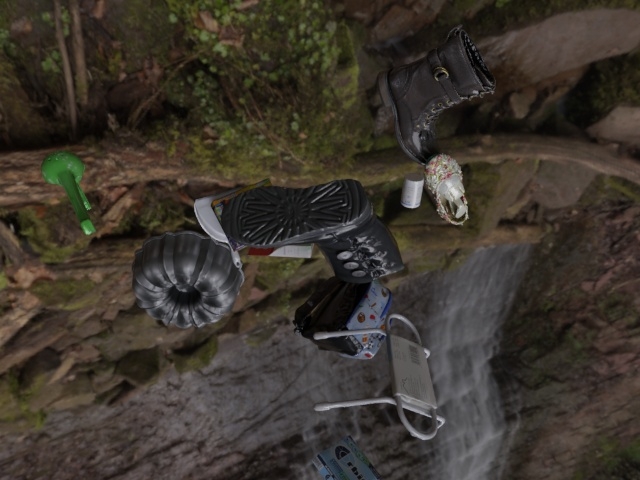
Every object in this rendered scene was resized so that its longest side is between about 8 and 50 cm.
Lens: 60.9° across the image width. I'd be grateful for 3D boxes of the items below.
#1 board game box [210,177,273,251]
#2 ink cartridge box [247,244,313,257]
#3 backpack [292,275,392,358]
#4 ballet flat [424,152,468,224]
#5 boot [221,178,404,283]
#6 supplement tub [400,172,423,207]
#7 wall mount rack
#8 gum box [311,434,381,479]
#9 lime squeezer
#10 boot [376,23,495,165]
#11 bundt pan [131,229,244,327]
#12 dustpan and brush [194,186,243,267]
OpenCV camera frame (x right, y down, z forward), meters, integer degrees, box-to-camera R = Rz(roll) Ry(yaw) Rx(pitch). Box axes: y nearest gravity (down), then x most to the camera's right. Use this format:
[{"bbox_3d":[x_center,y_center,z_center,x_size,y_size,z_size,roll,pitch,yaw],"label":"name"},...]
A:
[{"bbox_3d":[-0.184,-0.069,1.446,0.170,0.141,0.048,-27,175,-21],"label":"board game box"},{"bbox_3d":[-0.135,-0.002,1.944,0.225,0.056,0.181,4,-154,4],"label":"ink cartridge box"},{"bbox_3d":[0.096,0.220,1.647,0.277,0.213,0.263,-5,-131,54],"label":"backpack"},{"bbox_3d":[0.301,-0.111,1.245,0.091,0.077,0.241,-36,146,5],"label":"ballet flat"},{"bbox_3d":[0.002,0.000,1.421,0.367,0.146,0.445,-3,163,18],"label":"boot"},{"bbox_3d":[0.322,-0.175,1.914,0.071,0.071,0.107,-17,129,-30],"label":"supplement tub"},{"bbox_3d":[0.143,0.324,1.308,0.304,0.350,0.130,24,125,-21],"label":"wall mount rack"},{"bbox_3d":[0.081,0.681,1.620,0.041,0.157,0.184,-52,155,22],"label":"gum box"},{"bbox_3d":[-0.368,-0.085,0.819,0.059,0.110,0.310,-42,-158,-13],"label":"lime squeezer"},{"bbox_3d":[0.253,-0.283,1.121,0.229,0.263,0.091,-9,-147,45],"label":"boot"},{"bbox_3d":[-0.386,0.132,1.565,0.331,0.124,0.330,-1,129,-2],"label":"bundt pan"},{"bbox_3d":[-0.255,-0.026,1.511,0.147,0.211,0.060,-19,-178,-22],"label":"dustpan and brush"}]
